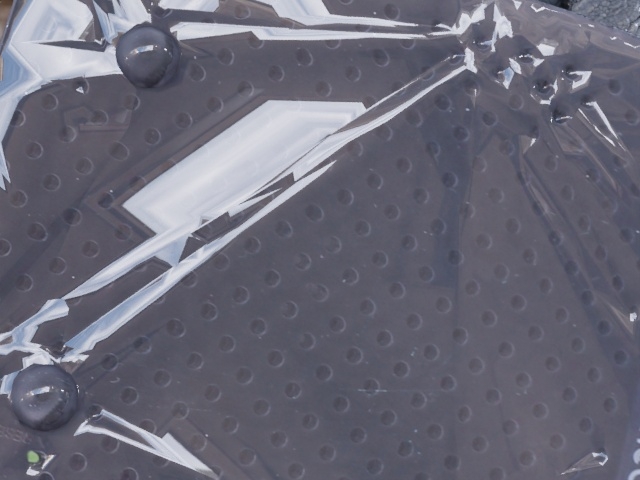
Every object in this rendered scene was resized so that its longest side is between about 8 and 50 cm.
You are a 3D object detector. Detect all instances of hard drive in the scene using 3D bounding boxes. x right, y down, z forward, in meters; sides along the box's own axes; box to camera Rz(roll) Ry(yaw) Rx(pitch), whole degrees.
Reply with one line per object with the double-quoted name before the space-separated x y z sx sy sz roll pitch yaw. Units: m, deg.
"hard drive" 0.033 0.026 0.407 0.255 0.054 0.172 17 79 -10

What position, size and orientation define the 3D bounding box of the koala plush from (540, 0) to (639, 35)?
"koala plush" 0.231 -0.145 1.449 0.196 0.221 0.203 22 88 32
